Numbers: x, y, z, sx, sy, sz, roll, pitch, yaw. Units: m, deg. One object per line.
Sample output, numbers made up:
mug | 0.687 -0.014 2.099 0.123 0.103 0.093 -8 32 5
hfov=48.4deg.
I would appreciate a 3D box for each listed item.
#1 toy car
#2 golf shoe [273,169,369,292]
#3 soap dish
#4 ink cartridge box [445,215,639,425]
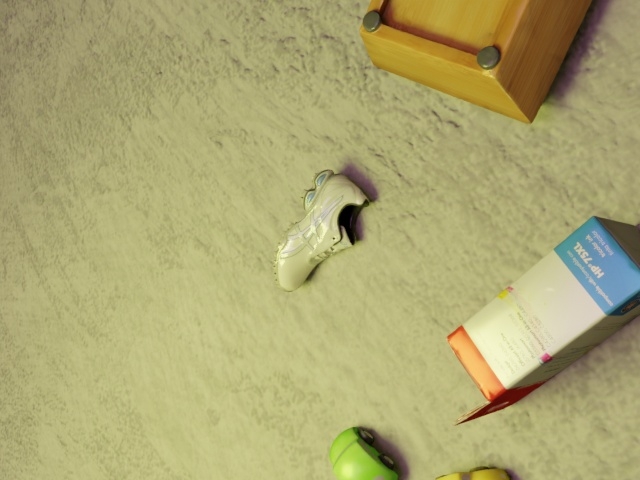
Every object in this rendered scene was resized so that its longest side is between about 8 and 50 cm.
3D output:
toy car | 0.075 0.301 0.818 0.239 0.053 0.225 -51 48 3
golf shoe | 0.000 0.000 0.922 0.086 0.069 0.176 33 108 29
soap dish | 0.183 -0.300 0.763 0.229 0.118 0.291 32 105 36
ink cartridge box | 0.219 0.082 0.695 0.231 0.134 0.078 -45 62 26
